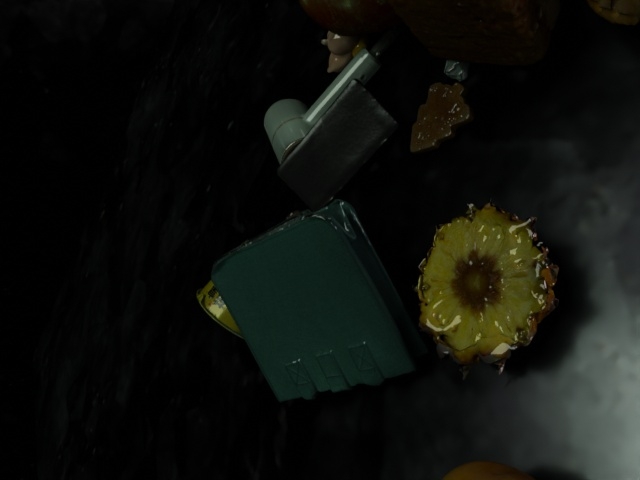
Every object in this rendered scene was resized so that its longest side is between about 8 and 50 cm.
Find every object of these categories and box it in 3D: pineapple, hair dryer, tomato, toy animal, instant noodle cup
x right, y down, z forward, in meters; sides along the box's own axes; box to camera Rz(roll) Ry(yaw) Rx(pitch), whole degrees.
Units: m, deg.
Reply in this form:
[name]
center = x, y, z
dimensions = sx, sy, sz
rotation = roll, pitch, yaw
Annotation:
[pineapple]
center = 0.208, 0.058, 0.657
dimensions = 0.225, 0.076, 0.225
rotation = -28, 54, 48
[hair dryer]
center = 0.033, -0.298, 1.060
dimensions = 0.357, 0.107, 0.173
rotation = -43, 45, 21
[tomato]
center = 0.072, -0.514, 0.941
dimensions = 0.270, 0.222, 0.270
rotation = -13, 58, 23
[toy animal]
center = 0.042, -0.412, 1.089
dimensions = 0.114, 0.082, 0.091
rotation = -26, 56, 46
[instant noodle cup]
center = -0.126, 0.092, 1.019
dimensions = 0.144, 0.182, 0.182
rotation = -55, 37, 7

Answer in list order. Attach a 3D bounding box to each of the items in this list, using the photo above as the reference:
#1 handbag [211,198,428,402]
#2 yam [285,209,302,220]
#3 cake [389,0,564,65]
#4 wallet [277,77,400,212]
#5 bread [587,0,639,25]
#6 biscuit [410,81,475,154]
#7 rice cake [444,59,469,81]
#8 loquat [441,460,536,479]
[handbag]
center = -0.008, 0.098, 0.805
dimensions = 0.268, 0.100, 0.274
rotation = -28, 96, 34
[yam]
center = 0.000, -0.002, 0.908
dimensions = 0.079, 0.141, 0.079
rotation = -24, 58, 45
[cake]
center = 0.246, -0.409, 0.714
dimensions = 0.198, 0.196, 0.293
rotation = 23, 88, 44
[wallet]
center = 0.028, -0.171, 0.982
dimensions = 0.124, 0.025, 0.244
rotation = 45, 120, 2
[bread]
center = 0.393, -0.359, 0.541
dimensions = 0.274, 0.149, 0.274
rotation = -25, 53, 37
[biscuit]
center = 0.189, -0.193, 0.845
dimensions = 0.130, 0.019, 0.119
rotation = -52, 40, 24
[rice cake]
center = 0.231, -0.355, 0.851
dimensions = 0.033, 0.033, 0.208
rotation = -9, 68, 54
[loquat]
center = 0.175, 0.294, 0.532
dimensions = 0.141, 0.141, 0.141
rotation = -27, 54, 45
